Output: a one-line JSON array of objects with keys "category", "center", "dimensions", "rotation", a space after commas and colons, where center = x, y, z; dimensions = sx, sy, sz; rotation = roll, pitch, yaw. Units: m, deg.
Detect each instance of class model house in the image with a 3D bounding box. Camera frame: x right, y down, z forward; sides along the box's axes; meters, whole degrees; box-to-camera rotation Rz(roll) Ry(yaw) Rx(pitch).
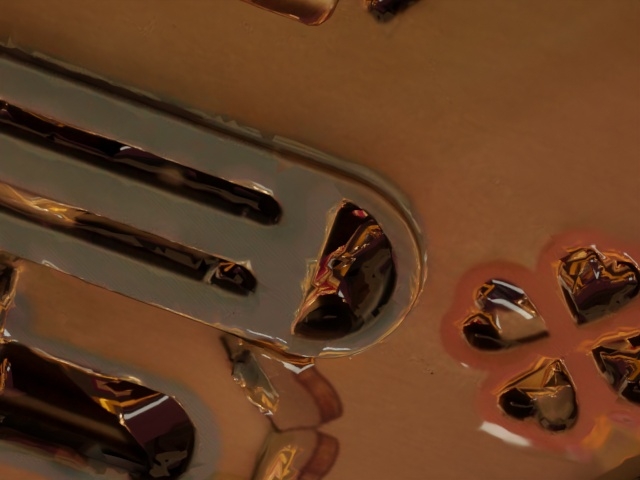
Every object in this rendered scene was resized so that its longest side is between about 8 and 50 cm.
[{"category": "model house", "center": [0.000, 0.000, 0.404], "dimensions": [0.244, 0.169, 0.326], "rotation": [18, -63, -5]}]
